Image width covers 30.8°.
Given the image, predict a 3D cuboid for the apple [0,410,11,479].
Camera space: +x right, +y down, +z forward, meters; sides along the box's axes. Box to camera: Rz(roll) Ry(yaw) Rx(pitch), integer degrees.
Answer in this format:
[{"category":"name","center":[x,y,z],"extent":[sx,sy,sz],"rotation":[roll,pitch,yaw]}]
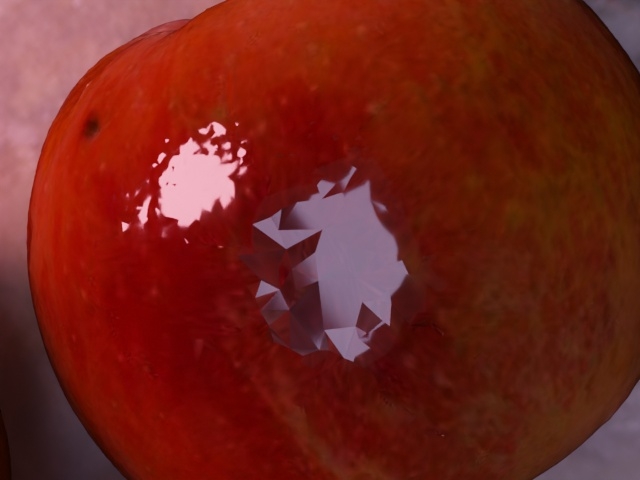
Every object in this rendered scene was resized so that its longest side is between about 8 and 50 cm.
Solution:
[{"category":"apple","center":[-0.270,0.114,0.482],"extent":[0.275,0.299,0.299],"rotation":[37,101,2]}]

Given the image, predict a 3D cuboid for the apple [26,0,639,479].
[{"category":"apple","center":[0.000,0.000,0.474],"extent":[0.293,0.163,0.251],"rotation":[-25,91,12]}]
